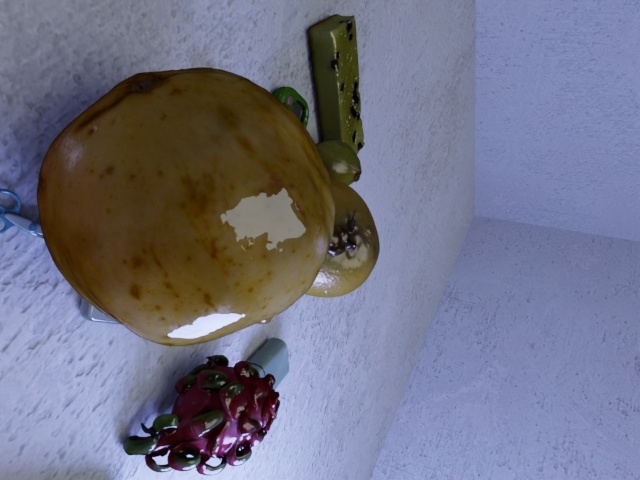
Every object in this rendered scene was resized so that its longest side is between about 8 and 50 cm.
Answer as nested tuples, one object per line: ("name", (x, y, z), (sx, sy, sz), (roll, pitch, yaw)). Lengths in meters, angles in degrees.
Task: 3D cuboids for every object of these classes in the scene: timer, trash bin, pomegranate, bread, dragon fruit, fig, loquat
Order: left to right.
("pomegranate", (-0.160, -0.024, 0.724), (0.410, 0.410, 0.410), (-35, 131, -54))
("dragon fruit", (-0.203, 0.344, 0.994), (0.273, 0.198, 0.218), (-49, 150, -43))
("trash bin", (-0.133, 0.321, 1.276), (0.130, 0.059, 0.116), (-44, 140, -51))
("timer", (-0.077, -0.262, 1.161), (0.128, 0.047, 0.140), (27, 76, -61))
("loquat", (0.000, 0.000, 1.167), (0.275, 0.274, 0.275), (-35, 131, -54))
("fig", (0.022, -0.185, 1.299), (0.136, 0.153, 0.121), (80, -11, -63))
("bread", (0.048, -0.369, 1.329), (0.138, 0.077, 0.361), (-49, 142, -43))

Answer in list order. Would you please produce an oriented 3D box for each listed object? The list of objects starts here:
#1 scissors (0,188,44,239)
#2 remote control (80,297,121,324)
("scissors", (-0.383, -0.020, 0.685), (0.119, 0.014, 0.058), (44, 63, -56))
("remote control", (-0.309, 0.097, 0.863), (0.190, 0.029, 0.088), (28, 76, -63))
